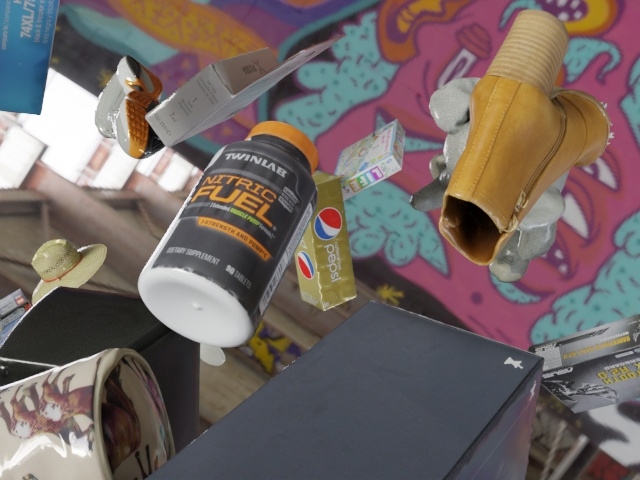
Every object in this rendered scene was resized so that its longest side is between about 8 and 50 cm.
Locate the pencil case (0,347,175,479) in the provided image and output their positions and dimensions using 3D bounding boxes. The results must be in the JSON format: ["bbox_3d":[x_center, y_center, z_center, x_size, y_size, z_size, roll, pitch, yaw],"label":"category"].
[{"bbox_3d":[-0.329,0.239,0.761,0.160,0.410,0.183,-57,-52,-84],"label":"pencil case"}]

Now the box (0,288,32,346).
[{"bbox_3d":[-0.445,0.132,1.164,0.027,0.137,0.094,47,158,26],"label":"box"}]

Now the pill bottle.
[{"bbox_3d":[-0.084,-0.018,0.930,0.131,0.245,0.130,16,144,12],"label":"pill bottle"}]

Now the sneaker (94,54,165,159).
[{"bbox_3d":[-0.314,-0.192,1.416,0.099,0.121,0.262,35,-158,-31],"label":"sneaker"}]

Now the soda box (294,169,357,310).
[{"bbox_3d":[0.000,0.000,1.194,0.061,0.181,0.058,-20,-157,-29],"label":"soda box"}]

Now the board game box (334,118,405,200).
[{"bbox_3d":[0.071,-0.118,1.263,0.026,0.103,0.154,55,-159,-18],"label":"board game box"}]

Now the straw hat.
[{"bbox_3d":[-0.409,0.032,1.349,0.061,0.144,0.144,55,175,-31],"label":"straw hat"}]

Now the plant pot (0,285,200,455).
[{"bbox_3d":[-0.249,0.168,0.933,0.188,0.188,0.167,6,-167,15],"label":"plant pot"}]

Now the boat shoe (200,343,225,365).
[{"bbox_3d":[-0.251,0.216,1.802,0.125,0.046,0.038,32,176,1],"label":"boat shoe"}]

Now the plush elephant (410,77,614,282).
[{"bbox_3d":[0.260,-0.104,1.336,0.255,0.330,0.271,-3,-119,-40],"label":"plush elephant"}]

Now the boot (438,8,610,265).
[{"bbox_3d":[0.198,-0.070,0.868,0.104,0.211,0.295,20,171,29],"label":"boot"}]

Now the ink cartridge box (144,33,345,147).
[{"bbox_3d":[-0.109,-0.264,1.368,0.066,0.261,0.296,55,-160,-7],"label":"ink cartridge box"}]

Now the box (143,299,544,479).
[{"bbox_3d":[0.023,0.272,0.711,0.179,0.312,0.343,18,-149,30],"label":"box"}]

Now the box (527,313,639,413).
[{"bbox_3d":[0.479,0.199,1.398,0.183,0.231,0.056,40,-141,-41],"label":"box"}]

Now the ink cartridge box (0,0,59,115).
[{"bbox_3d":[-0.427,-0.282,0.925,0.270,0.197,0.198,3,-124,-23],"label":"ink cartridge box"}]
